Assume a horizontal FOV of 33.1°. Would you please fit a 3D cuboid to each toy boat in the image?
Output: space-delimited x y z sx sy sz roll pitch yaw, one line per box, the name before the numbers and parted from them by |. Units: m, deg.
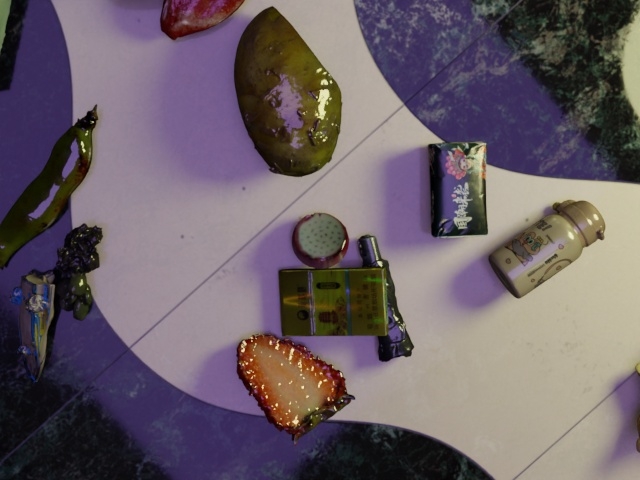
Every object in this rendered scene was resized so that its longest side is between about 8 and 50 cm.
toy boat | -0.505 0.155 1.904 0.066 0.084 0.210 -8 111 -40

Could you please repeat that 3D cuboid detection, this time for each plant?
plant | -0.426 0.053 1.895 0.085 0.087 0.174 15 99 30

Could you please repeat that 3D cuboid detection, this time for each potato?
potato | -0.056 -0.256 1.860 0.176 0.141 0.298 -15 97 -12

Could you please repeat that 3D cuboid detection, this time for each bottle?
bottle | 0.410 0.005 1.946 0.209 0.097 0.110 -35 54 -2

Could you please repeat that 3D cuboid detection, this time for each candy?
candy | 0.000 0.000 1.918 0.103 0.043 0.103 1 67 -2

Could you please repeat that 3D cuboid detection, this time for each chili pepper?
chili pepper | -0.183 -0.452 1.859 0.136 0.144 0.252 37 105 35

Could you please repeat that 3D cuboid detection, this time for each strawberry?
strawberry | -0.053 0.256 1.949 0.167 0.087 0.208 -29 71 -20

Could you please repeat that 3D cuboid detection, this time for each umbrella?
umbrella | 0.113 0.103 1.950 0.066 0.059 0.235 -16 95 -24

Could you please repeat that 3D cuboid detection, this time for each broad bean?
broad bean | -0.472 -0.089 1.883 0.077 0.061 0.339 35 91 1

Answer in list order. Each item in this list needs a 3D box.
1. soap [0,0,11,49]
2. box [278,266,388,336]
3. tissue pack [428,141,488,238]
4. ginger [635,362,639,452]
soap | -0.766 -0.368 1.788 0.447 0.156 0.261 12 95 -6
box | 0.023 0.110 1.927 0.193 0.030 0.121 -2 96 14
tissue pack | 0.245 -0.091 1.922 0.103 0.090 0.170 -3 96 -7
ginger | 0.676 0.283 1.979 0.219 0.123 0.270 37 101 -3
